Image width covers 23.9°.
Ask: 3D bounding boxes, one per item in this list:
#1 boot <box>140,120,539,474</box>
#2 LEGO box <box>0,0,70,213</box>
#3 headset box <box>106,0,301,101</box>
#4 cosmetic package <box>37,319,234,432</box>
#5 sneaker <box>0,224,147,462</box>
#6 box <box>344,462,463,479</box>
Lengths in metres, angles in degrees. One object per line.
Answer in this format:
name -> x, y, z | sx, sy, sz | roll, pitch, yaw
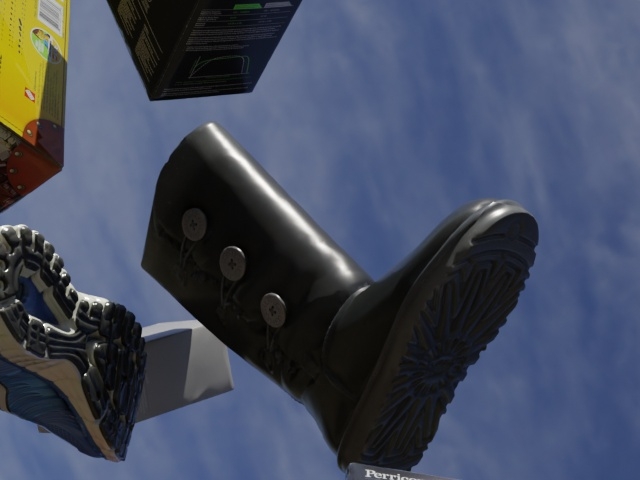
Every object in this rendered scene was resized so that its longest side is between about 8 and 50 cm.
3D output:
boot -> -0.001, 0.002, 1.707 | 0.445, 0.146, 0.367 | 45, -64, 37
LEGO box -> -0.483, -0.207, 1.744 | 0.372, 0.193, 0.500 | -32, -139, 24
headset box -> -0.121, -0.329, 1.567 | 0.246, 0.131, 0.283 | 64, -36, 25
cosmetic package -> -0.233, 0.168, 1.885 | 0.127, 0.238, 0.107 | -6, -83, 37
sneaker -> -0.261, 0.094, 1.331 | 0.147, 0.130, 0.330 | -3, -34, 21
box -> 0.147, 0.361, 1.321 | 0.294, 0.296, 0.183 | -84, -176, -65
